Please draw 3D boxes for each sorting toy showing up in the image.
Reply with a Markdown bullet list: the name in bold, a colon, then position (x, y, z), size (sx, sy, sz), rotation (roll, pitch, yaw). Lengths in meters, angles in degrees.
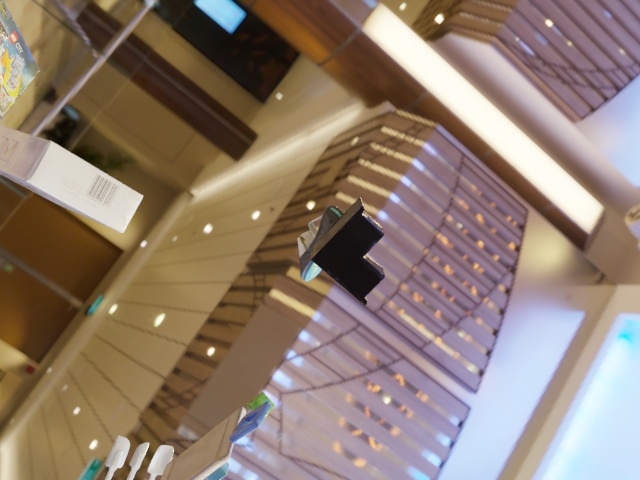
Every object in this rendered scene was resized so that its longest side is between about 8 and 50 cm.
- **sorting toy**: position (-0.200, 0.378, 1.268), size (0.347, 0.047, 0.196), rotation (-39, -174, 11)

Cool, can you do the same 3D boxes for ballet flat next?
- **ballet flat**: position (0.000, 0.000, 1.975), size (0.095, 0.096, 0.280), rotation (-28, 164, -39)

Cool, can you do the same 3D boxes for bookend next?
- **bookend**: position (0.086, 0.023, 1.592), size (0.157, 0.156, 0.072), rotation (-47, -166, 12)

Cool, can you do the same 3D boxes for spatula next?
- **spatula**: position (-0.496, 0.632, 1.987), size (0.019, 0.168, 0.242), rotation (25, -87, 55)

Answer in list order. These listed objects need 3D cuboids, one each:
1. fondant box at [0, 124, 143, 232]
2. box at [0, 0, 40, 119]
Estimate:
- **fondant box**: position (-0.564, -0.137, 1.612), size (0.330, 0.238, 0.096), rotation (17, -103, 45)
- **box**: position (-0.633, -0.350, 1.448), size (0.233, 0.044, 0.159), rotation (86, 26, -61)
